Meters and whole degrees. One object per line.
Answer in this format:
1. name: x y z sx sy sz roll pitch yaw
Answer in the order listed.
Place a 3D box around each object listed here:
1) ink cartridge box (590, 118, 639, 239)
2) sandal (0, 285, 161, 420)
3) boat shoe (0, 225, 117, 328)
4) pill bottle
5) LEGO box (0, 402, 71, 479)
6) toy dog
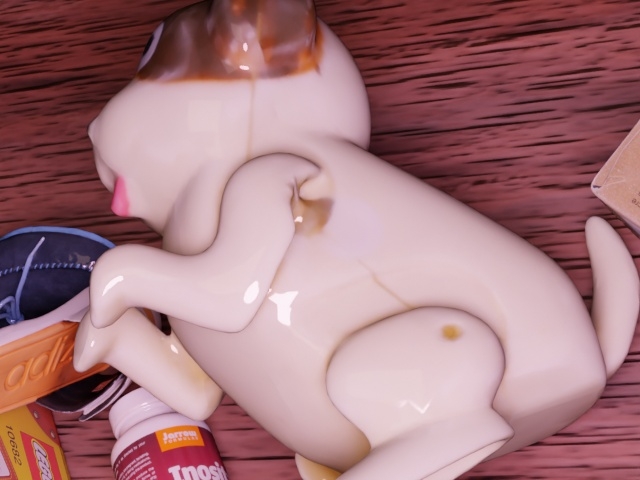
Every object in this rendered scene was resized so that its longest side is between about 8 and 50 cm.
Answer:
1. ink cartridge box: 0.320 0.021 1.228 0.234 0.193 0.088 38 91 34
2. sandal: -0.193 0.103 1.438 0.076 0.265 0.102 32 119 19
3. boat shoe: -0.275 0.057 1.573 0.258 0.109 0.089 -15 45 36
4. pill bottle: -0.116 0.193 1.436 0.086 0.086 0.152 -31 59 12
5. LEGO box: -0.354 0.384 1.408 0.372 0.193 0.500 -28 60 14
6. toy dog: 0.000 0.000 1.306 0.395 0.284 0.408 -33 75 -9
